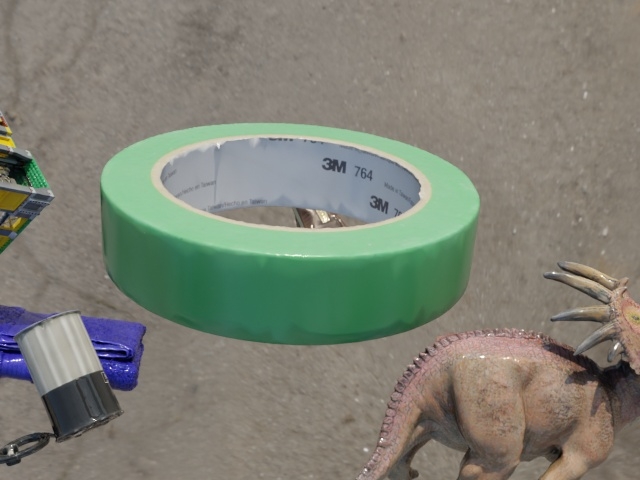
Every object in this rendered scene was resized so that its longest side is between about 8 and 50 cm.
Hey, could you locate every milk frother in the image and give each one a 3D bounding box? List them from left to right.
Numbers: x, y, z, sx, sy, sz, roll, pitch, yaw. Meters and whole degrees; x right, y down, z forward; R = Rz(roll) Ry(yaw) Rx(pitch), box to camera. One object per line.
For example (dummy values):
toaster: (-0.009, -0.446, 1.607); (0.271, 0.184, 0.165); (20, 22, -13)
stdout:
milk frother: (-0.326, 0.174, 1.064); (0.143, 0.129, 0.134); (-20, 79, -33)

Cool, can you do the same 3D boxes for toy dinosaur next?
toy dinosaur: (0.147, 0.105, 0.661); (0.296, 0.127, 0.200); (-2, 116, -18)

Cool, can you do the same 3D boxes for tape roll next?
tape roll: (-0.026, -0.021, 0.795); (0.321, 0.321, 0.077); (9, 114, 11)

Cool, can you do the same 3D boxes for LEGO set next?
LEGO set: (-0.569, -0.104, 1.344); (0.255, 0.192, 0.331); (-33, 70, 21)

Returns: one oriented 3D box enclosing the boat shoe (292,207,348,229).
boat shoe: (0.008, -0.002, 1.727); (0.095, 0.095, 0.257); (-12, 58, -9)

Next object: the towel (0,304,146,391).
towel: (-0.430, 0.151, 1.419); (0.308, 0.227, 0.076); (9, 103, -10)
